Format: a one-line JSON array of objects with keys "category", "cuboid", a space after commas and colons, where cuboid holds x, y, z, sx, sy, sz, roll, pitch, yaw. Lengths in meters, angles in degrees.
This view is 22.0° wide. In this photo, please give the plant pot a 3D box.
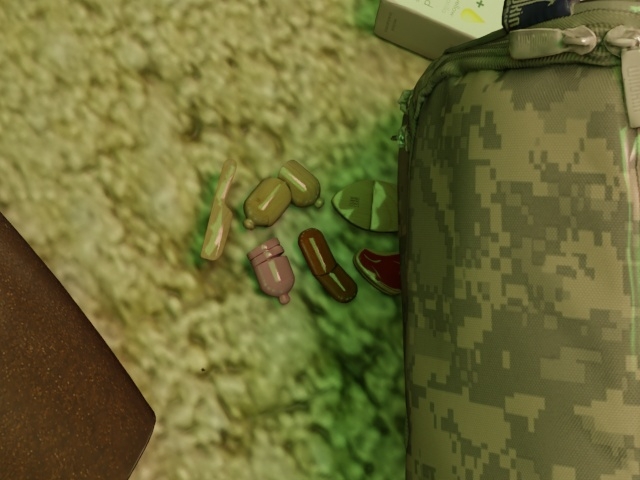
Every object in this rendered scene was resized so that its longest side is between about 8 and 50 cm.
[{"category": "plant pot", "cuboid": [-0.201, 0.061, 0.773, 0.230, 0.215, 0.215, 36, 78, -9]}]

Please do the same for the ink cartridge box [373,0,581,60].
[{"category": "ink cartridge box", "cuboid": [0.132, -0.130, 0.891, 0.181, 0.061, 0.104, 24, 78, 2]}]

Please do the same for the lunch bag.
[{"category": "lunch bag", "cuboid": [0.142, 0.040, 0.725, 0.212, 0.256, 0.305, -2, 92, -3]}]

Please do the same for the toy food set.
[{"category": "toy food set", "cuboid": [0.000, 0.000, 0.879, 0.122, 0.019, 0.078, 15, 77, -7]}]
